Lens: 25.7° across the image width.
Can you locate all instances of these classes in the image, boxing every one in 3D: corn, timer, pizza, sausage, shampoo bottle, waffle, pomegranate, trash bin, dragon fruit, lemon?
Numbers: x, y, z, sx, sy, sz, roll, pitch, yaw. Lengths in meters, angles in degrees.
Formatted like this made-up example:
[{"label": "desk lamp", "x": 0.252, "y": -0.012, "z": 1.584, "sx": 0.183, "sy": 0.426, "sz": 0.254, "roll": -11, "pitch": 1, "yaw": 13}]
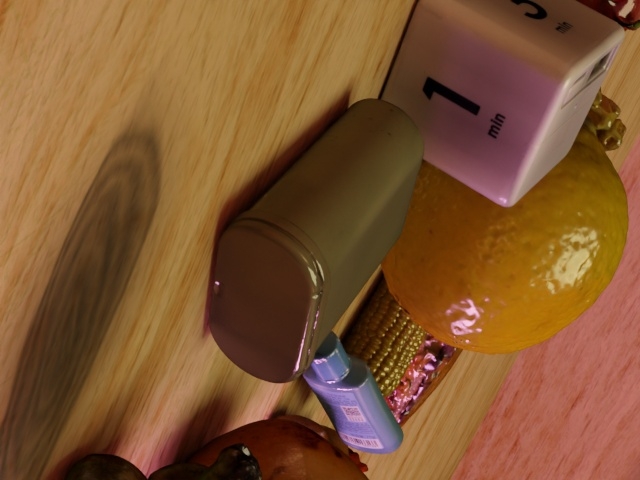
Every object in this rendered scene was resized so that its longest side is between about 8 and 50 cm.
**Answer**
[{"label": "corn", "x": 0.122, "y": 0.102, "z": 2.091, "sx": 0.305, "sy": 0.106, "sz": 0.106, "roll": -61, "pitch": 164, "yaw": 6}, {"label": "timer", "x": 0.205, "y": -0.187, "z": 1.623, "sx": 0.192, "sy": 0.195, "sz": 0.194, "roll": -38, "pitch": 154, "yaw": -50}, {"label": "pizza", "x": 0.184, "y": 0.190, "z": 2.424, "sx": 0.409, "sy": 0.114, "sz": 0.277, "roll": -55, "pitch": 165, "yaw": -13}, {"label": "sausage", "x": -0.024, "y": 0.311, "z": 2.062, "sx": 0.109, "sy": 0.109, "sz": 0.270, "roll": -56, "pitch": 165, "yaw": -7}, {"label": "shampoo bottle", "x": 0.038, "y": 0.214, "z": 1.984, "sx": 0.061, "sy": 0.104, "sz": 0.258, "roll": -64, "pitch": 148, "yaw": -28}, {"label": "waffle", "x": 0.320, "y": -0.180, "z": 1.938, "sx": 0.057, "sy": 0.219, "sz": 0.229, "roll": -51, "pitch": 162, "yaw": -16}, {"label": "pomegranate", "x": -0.069, "y": 0.375, "z": 1.703, "sx": 0.319, "sy": 0.319, "sz": 0.319, "roll": -51, "pitch": 163, "yaw": -22}, {"label": "trash bin", "x": 0.000, "y": 0.000, "z": 1.507, "sx": 0.247, "sy": 0.121, "sz": 0.243, "roll": -49, "pitch": 162, "yaw": -37}, {"label": "dragon fruit", "x": 0.397, "y": -0.336, "z": 2.058, "sx": 0.236, "sy": 0.135, "sz": 0.137, "roll": -47, "pitch": 178, "yaw": 31}, {"label": "lemon", "x": 0.237, "y": -0.013, "z": 1.847, "sx": 0.336, "sy": 0.336, "sz": 0.336, "roll": -51, "pitch": 163, "yaw": -22}]

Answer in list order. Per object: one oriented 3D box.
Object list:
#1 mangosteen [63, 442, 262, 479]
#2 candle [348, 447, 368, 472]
[{"label": "mangosteen", "x": -0.160, "y": 0.384, "z": 1.405, "sx": 0.330, "sy": 0.330, "sz": 0.330, "roll": -51, "pitch": 163, "yaw": -22}, {"label": "candle", "x": -0.001, "y": 0.374, "z": 2.321, "sx": 0.302, "sy": 0.084, "sz": 0.059, "roll": 10, "pitch": 80, "yaw": -66}]
